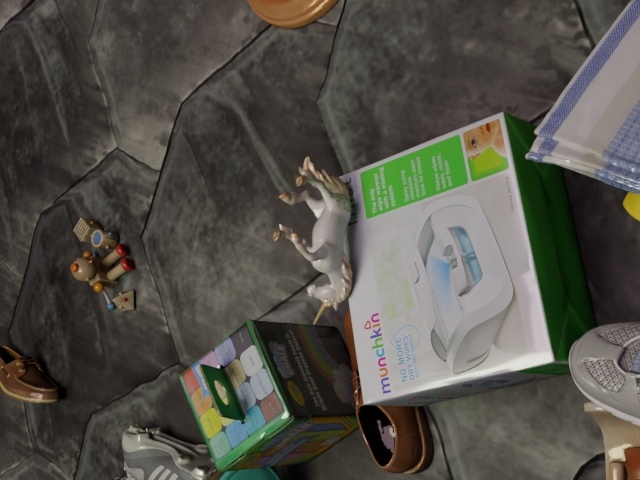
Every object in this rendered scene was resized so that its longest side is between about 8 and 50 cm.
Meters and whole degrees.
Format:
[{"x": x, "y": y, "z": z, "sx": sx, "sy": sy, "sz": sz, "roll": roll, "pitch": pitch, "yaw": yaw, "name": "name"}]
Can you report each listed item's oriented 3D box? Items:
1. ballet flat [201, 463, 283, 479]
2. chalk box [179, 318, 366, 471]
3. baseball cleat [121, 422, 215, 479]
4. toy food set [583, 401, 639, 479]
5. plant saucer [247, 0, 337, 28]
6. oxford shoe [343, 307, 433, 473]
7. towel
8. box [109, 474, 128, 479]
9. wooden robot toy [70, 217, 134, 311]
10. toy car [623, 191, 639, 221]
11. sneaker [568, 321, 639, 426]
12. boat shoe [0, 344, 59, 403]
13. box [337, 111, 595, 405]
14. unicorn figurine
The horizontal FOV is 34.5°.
[{"x": -0.102, "y": 0.505, "z": 1.242, "sx": 0.182, "sy": 0.164, "sz": 0.482, "roll": -32, "pitch": 63, "yaw": 61, "name": "ballet flat"}, {"x": -0.065, "y": 0.181, "z": 1.202, "sx": 0.132, "sy": 0.213, "sz": 0.132, "roll": -40, "pitch": 61, "yaw": 28, "name": "chalk box"}, {"x": -0.193, "y": 0.319, "z": 1.392, "sx": 0.206, "sy": 0.072, "sz": 0.109, "roll": 17, "pitch": 108, "yaw": 44, "name": "baseball cleat"}, {"x": 0.349, "y": 0.303, "z": 0.930, "sx": 0.220, "sy": 0.092, "sz": 0.306, "roll": -6, "pitch": 80, "yaw": 38, "name": "toy food set"}, {"x": -0.036, "y": -0.385, "z": 1.374, "sx": 0.200, "sy": 0.037, "sz": 0.199, "roll": -7, "pitch": 79, "yaw": 38, "name": "plant saucer"}, {"x": 0.066, "y": 0.165, "z": 1.190, "sx": 0.076, "sy": 0.076, "sz": 0.212, "roll": -35, "pitch": 62, "yaw": 32, "name": "oxford shoe"}, {"x": 0.348, "y": -0.113, "z": 0.909, "sx": 0.285, "sy": 0.034, "sz": 0.209, "roll": 25, "pitch": 72, "yaw": 40, "name": "towel"}, {"x": -0.287, "y": 0.384, "z": 1.478, "sx": 0.067, "sy": 0.018, "sz": 0.083, "roll": -26, "pitch": 68, "yaw": 34, "name": "box"}, {"x": -0.334, "y": 0.031, "z": 1.527, "sx": 0.076, "sy": 0.079, "sz": 0.173, "roll": -40, "pitch": 62, "yaw": 28, "name": "wooden robot toy"}, {"x": 0.375, "y": -0.152, "z": 0.999, "sx": 0.239, "sy": 0.053, "sz": 0.225, "roll": -33, "pitch": 64, "yaw": 30, "name": "toy car"}, {"x": 0.337, "y": 0.106, "z": 0.883, "sx": 0.281, "sy": 0.115, "sz": 0.105, "roll": 4, "pitch": 61, "yaw": 43, "name": "sneaker"}, {"x": -0.471, "y": 0.211, "z": 1.621, "sx": 0.178, "sy": 0.064, "sz": 0.060, "roll": 16, "pitch": 96, "yaw": 42, "name": "boat shoe"}, {"x": 0.151, "y": 0.030, "z": 1.109, "sx": 0.231, "sy": 0.127, "sz": 0.261, "roll": -18, "pitch": 71, "yaw": 34, "name": "box"}, {"x": 0.000, "y": 0.000, "z": 1.099, "sx": 0.060, "sy": 0.111, "sz": 0.161, "roll": 6, "pitch": 72, "yaw": 51, "name": "unicorn figurine"}]
